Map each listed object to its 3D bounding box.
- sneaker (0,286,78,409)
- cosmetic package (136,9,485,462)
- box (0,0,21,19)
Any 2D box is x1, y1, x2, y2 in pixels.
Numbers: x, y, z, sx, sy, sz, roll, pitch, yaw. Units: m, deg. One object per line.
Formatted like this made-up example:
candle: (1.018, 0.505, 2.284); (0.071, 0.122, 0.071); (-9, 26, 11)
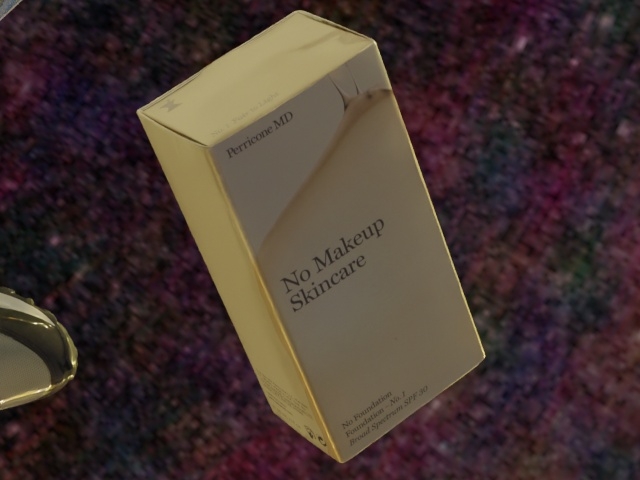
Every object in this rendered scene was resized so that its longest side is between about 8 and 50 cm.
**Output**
sneaker: (-0.274, 0.094, 0.931); (0.271, 0.108, 0.100); (-8, 137, -7)
cosmetic package: (0.000, 0.000, 1.255); (0.160, 0.113, 0.309); (-35, 126, -18)
box: (-0.240, -0.185, 0.832); (0.293, 0.057, 0.201); (-45, 113, -8)
